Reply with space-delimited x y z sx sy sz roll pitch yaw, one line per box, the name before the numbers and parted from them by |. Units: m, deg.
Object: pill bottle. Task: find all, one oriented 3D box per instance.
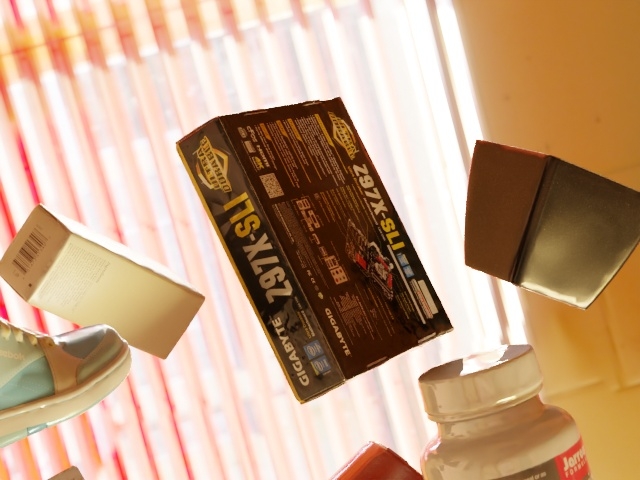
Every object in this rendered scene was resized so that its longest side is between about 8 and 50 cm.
pill bottle | 0.208 0.281 1.452 0.176 0.176 0.319 -136 29 -86

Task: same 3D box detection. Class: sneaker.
sneaker | -0.331 0.092 1.350 0.319 0.127 0.208 -24 -75 -47

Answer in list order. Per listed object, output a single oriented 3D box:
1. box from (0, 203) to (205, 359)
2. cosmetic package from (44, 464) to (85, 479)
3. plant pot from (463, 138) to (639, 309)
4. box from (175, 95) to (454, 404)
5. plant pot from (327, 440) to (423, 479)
box | -0.289 0.059 1.807 0.094 0.113 0.275 35 -178 40
cosmetic package | -0.269 0.480 1.594 0.366 0.155 0.197 54 152 19
plant pot | 0.290 -0.016 1.747 0.188 0.187 0.167 26 95 62
box | 0.000 0.000 1.544 0.257 0.079 0.322 -18 -100 -58
plant pot | 0.056 0.431 1.830 0.272 0.265 0.272 40 169 9
